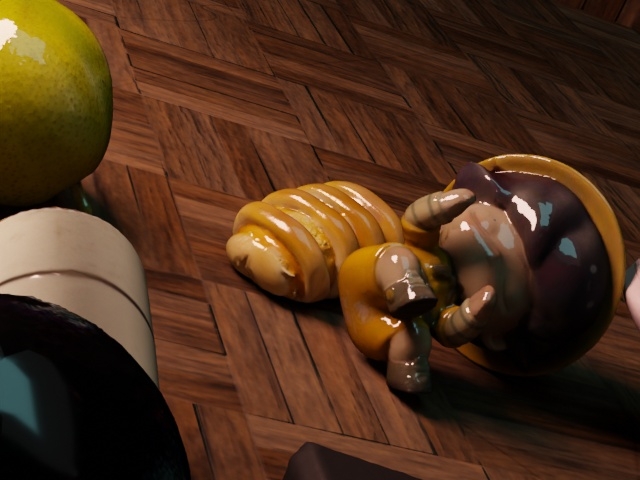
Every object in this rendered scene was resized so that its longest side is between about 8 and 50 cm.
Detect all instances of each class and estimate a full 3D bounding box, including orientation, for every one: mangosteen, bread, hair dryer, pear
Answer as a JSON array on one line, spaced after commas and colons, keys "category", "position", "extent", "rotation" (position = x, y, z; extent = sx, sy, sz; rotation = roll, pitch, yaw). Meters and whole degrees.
[{"category": "mangosteen", "position": [-0.158, 0.136, 0.691], "extent": [0.243, 0.243, 0.243], "rotation": [21, 22, -9]}, {"category": "bread", "position": [0.000, 0.000, 1.383], "extent": [0.119, 0.084, 0.177], "rotation": [36, 28, 29]}, {"category": "hair dryer", "position": [-0.277, 0.056, 0.938], "extent": [0.362, 0.128, 0.203], "rotation": [10, 26, -15]}, {"category": "pear", "position": [-0.236, -0.097, 1.284], "extent": [0.216, 0.166, 0.180], "rotation": [52, 5, -11]}]

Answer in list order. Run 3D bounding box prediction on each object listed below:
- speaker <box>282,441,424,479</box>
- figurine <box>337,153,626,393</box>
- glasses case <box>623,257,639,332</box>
[{"category": "speaker", "position": [0.059, 0.266, 0.777], "extent": [0.180, 0.184, 0.388], "rotation": [21, 11, -12]}, {"category": "figurine", "position": [0.132, 0.028, 1.335], "extent": [0.257, 0.192, 0.167], "rotation": [-9, 3, -31]}, {"category": "glasses case", "position": [0.367, 0.124, 1.367], "extent": [0.297, 0.075, 0.113], "rotation": [42, 20, -21]}]
